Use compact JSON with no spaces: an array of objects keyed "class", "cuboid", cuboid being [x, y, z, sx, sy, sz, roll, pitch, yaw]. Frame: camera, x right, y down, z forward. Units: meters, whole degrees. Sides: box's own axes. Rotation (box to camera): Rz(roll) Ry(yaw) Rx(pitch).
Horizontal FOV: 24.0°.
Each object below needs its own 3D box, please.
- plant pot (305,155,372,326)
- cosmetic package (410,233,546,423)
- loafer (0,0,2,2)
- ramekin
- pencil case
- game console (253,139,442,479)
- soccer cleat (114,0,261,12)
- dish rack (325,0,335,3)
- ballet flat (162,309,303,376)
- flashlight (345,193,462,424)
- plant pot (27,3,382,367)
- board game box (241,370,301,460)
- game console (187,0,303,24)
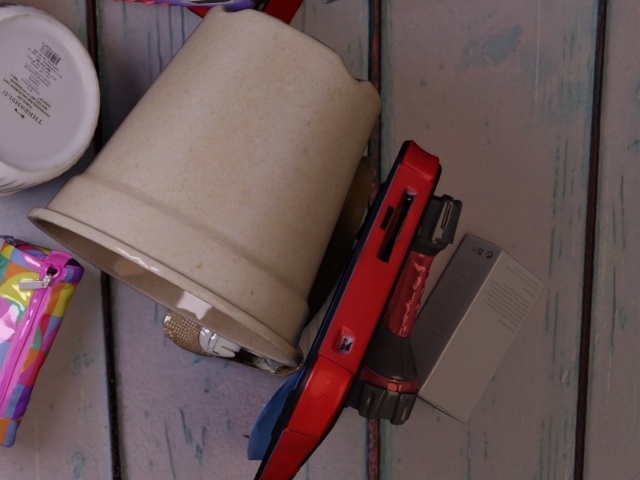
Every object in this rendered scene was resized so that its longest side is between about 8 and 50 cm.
[{"class":"plant pot","cuboid":[0.000,0.000,1.847,0.236,0.032,0.236,-60,166,-27]},{"class":"cosmetic package","cuboid":[0.201,0.122,2.076,0.117,0.085,0.231,36,84,-38]},{"class":"loafer","cuboid":[-0.393,-0.347,1.472,0.102,0.092,0.268,-26,104,-21]},{"class":"ramekin","cuboid":[-0.324,-0.147,1.541,0.207,0.109,0.207,0,90,-43]},{"class":"pencil case","cuboid":[-0.342,0.110,1.654,0.104,0.104,0.236,19,94,-39]},{"class":"game console","cuboid":[0.019,0.097,1.744,0.060,0.342,0.386,27,60,-3]},{"class":"soccer cleat","cuboid":[-0.207,-0.302,1.621,0.318,0.108,0.116,21,103,-36]},{"class":"dish rack","cuboid":[0.072,-0.404,1.800,0.272,0.074,0.208,-25,117,-33]},{"class":"ballet flat","cuboid":[-0.099,0.122,1.859,0.206,0.067,0.073,17,93,-39]},{"class":"flashlight","cuboid":[0.111,0.085,1.970,0.103,0.103,0.304,-9,117,-72]},{"class":"plant pot","cuboid":[-0.098,-0.074,1.636,0.334,0.334,0.305,36,79,-39]},{"class":"board game box","cuboid":[-0.042,0.221,1.951,0.169,0.033,0.133,12,108,-57]},{"class":"game console","cuboid":[-0.079,-0.301,1.769,0.124,0.085,0.144,31,85,-8]}]
